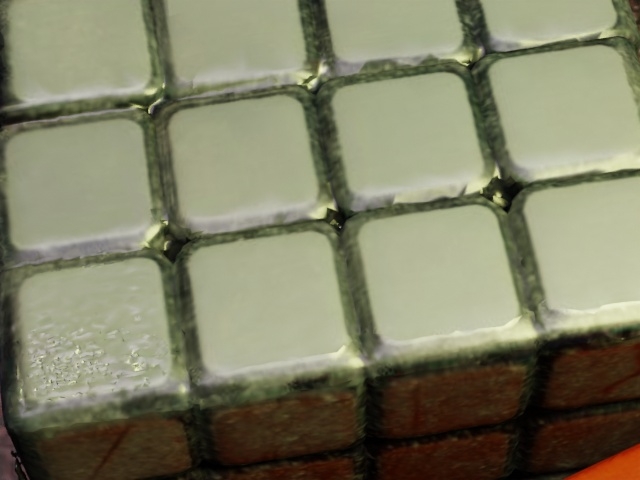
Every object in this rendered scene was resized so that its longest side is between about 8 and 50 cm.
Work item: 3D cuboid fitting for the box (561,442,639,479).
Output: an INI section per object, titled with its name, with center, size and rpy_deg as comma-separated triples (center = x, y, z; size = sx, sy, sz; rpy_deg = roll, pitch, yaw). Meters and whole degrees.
[box]
center = 0.186, 0.267, 0.793
size = 0.349, 0.318, 0.257
rpy_deg = -21, 63, -17

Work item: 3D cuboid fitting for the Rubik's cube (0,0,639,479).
[Rubik's cube]
center = 0.000, 0.000, 0.940
size = 0.344, 0.344, 0.337
rpy_deg = -7, 61, -5
